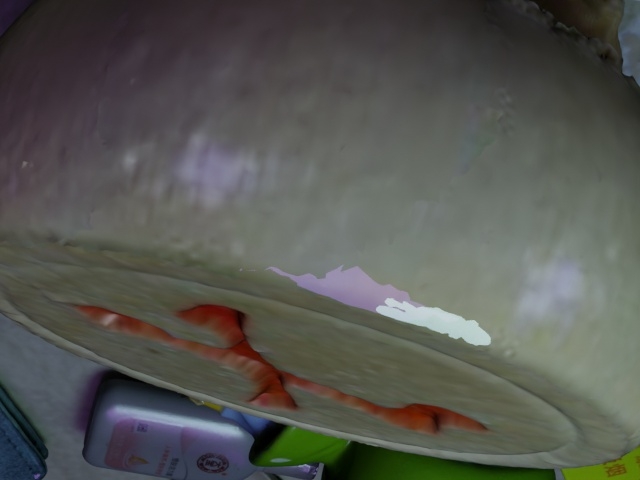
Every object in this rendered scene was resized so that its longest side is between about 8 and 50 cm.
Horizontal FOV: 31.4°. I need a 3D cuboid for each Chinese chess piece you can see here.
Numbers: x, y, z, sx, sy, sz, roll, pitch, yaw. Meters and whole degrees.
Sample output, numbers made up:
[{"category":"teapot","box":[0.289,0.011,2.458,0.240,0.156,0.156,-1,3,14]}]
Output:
[{"category":"Chinese chess piece","box":[0.000,0.000,0.526,0.338,0.140,0.338,15,163,5]}]

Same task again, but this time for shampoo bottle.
[{"category":"shampoo bottle","box":[-0.082,0.142,0.810,0.165,0.040,0.080,13,126,-12]}]

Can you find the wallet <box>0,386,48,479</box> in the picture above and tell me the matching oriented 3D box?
[{"category":"wallet","box":[-0.367,0.117,0.769,0.290,0.054,0.251,-16,133,11]}]

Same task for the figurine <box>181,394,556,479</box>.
[{"category":"figurine","box":[0.037,0.138,0.743,0.263,0.143,0.162,27,155,-7]}]

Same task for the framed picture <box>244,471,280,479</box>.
[{"category":"framed picture","box":[-0.074,0.292,0.966,0.213,0.016,0.289,-22,130,18]}]

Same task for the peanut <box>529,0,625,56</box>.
[{"category":"peanut","box":[0.029,-0.127,0.526,0.263,0.101,0.117,19,107,-15]}]

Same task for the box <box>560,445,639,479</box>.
[{"category":"box","box":[0.306,0.069,0.752,0.335,0.047,0.187,-18,130,13]}]
